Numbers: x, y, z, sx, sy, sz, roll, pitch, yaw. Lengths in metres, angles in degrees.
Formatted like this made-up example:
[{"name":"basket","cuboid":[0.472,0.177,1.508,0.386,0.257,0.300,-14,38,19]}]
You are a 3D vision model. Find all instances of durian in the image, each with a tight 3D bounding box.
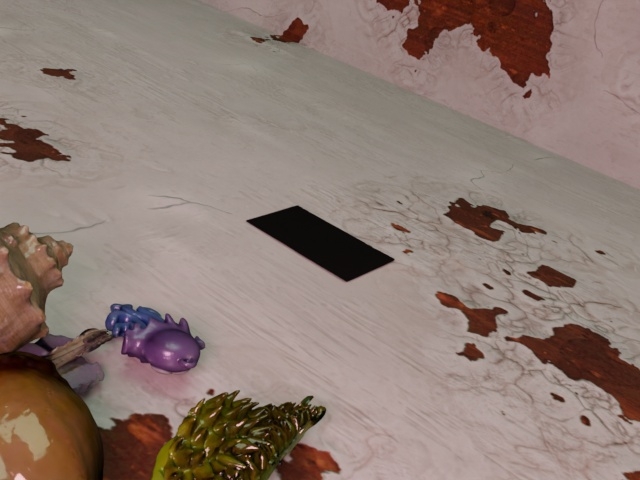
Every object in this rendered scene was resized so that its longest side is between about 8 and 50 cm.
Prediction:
[{"name":"durian","cuboid":[-0.103,0.226,0.740,0.107,0.132,0.375,37,24,13]}]

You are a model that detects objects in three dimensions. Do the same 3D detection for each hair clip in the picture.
[{"name":"hair clip","cuboid":[-0.334,0.152,0.817,0.106,0.084,0.292,20,20,21]}]

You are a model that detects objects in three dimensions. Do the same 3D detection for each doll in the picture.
[{"name":"doll","cuboid":[-0.213,0.120,0.963,0.110,0.067,0.206,4,14,-39]}]

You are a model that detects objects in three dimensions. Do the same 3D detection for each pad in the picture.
[{"name":"pad","cuboid":[0.000,0.000,1.402,0.243,0.004,0.164,30,29,28]}]

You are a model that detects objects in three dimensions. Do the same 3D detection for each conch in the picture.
[{"name":"conch","cuboid":[-0.435,0.045,0.814,0.324,0.186,0.263,-2,-15,-24]}]

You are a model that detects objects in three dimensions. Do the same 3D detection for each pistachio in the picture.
[{"name":"pistachio","cuboid":[-0.272,0.192,0.704,0.165,0.131,0.210,48,18,-50]}]
